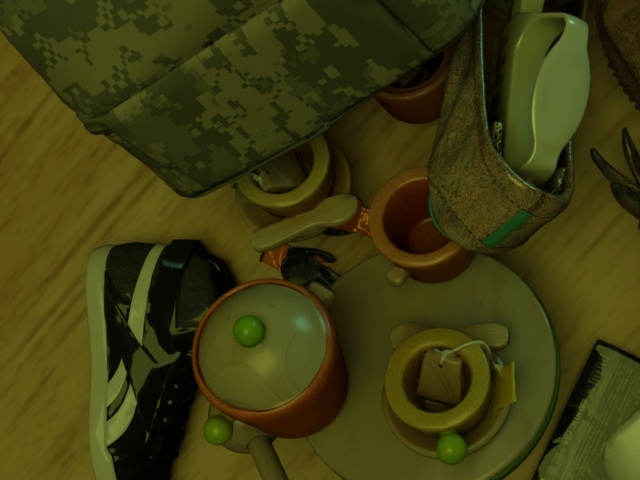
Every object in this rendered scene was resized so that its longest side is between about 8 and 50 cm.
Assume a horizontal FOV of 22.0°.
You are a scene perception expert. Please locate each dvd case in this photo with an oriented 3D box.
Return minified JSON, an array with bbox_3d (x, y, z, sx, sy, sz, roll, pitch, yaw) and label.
[{"bbox_3d":[0.259,0.189,1.146,0.221,0.018,0.164,25,98,13],"label":"dvd case"}]

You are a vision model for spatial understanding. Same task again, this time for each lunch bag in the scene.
[{"bbox_3d":[-0.067,-0.208,1.040,0.305,0.256,0.212,-26,41,38],"label":"lunch bag"}]

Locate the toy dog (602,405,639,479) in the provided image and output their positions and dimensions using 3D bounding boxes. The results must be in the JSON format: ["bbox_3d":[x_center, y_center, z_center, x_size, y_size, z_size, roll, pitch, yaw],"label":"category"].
[{"bbox_3d":[0.281,0.131,1.044,0.161,0.220,0.333,-11,90,53],"label":"toy dog"}]

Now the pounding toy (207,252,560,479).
[{"bbox_3d":[0.060,0.121,1.150,0.237,0.110,0.183,-35,62,-1],"label":"pounding toy"}]

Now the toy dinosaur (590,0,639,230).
[{"bbox_3d":[0.245,-0.110,1.087,0.200,0.127,0.295,-32,78,22],"label":"toy dinosaur"}]

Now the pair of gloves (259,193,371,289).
[{"bbox_3d":[0.000,0.000,1.214,0.074,0.010,0.083,27,100,13],"label":"pair of gloves"}]

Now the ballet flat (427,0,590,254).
[{"bbox_3d":[0.140,-0.144,1.069,0.107,0.106,0.316,14,69,-24],"label":"ballet flat"}]

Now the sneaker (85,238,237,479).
[{"bbox_3d":[-0.104,0.106,1.212,0.121,0.079,0.217,-6,90,17],"label":"sneaker"}]

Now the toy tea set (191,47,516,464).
[{"bbox_3d":[0.016,-0.016,1.089,0.200,0.124,0.336,-8,65,13],"label":"toy tea set"}]
